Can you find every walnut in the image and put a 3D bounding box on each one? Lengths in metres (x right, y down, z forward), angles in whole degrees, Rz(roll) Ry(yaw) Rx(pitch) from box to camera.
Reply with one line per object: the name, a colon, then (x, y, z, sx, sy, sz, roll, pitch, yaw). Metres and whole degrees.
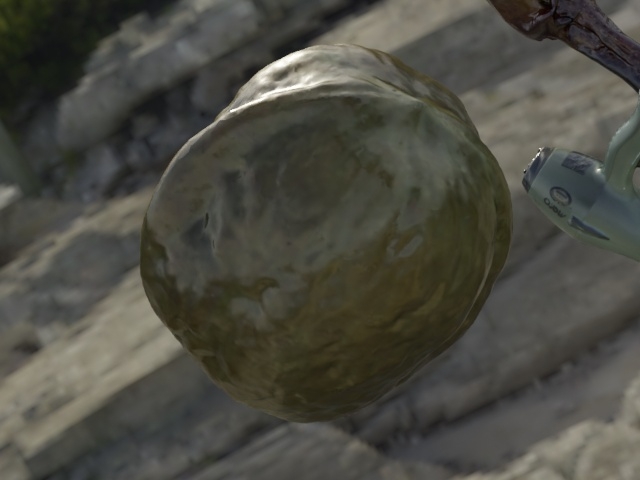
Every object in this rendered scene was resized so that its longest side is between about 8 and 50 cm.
walnut: (0.000, 0.000, 1.364, 0.283, 0.283, 0.227, -21, 39, 14)

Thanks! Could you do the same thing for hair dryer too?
hair dryer: (0.333, -0.043, 1.899, 0.225, 0.219, 0.088, -39, 8, 46)

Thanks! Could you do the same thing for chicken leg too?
chicken leg: (0.241, -0.283, 2.060, 0.096, 0.407, 0.158, -43, 2, -19)
